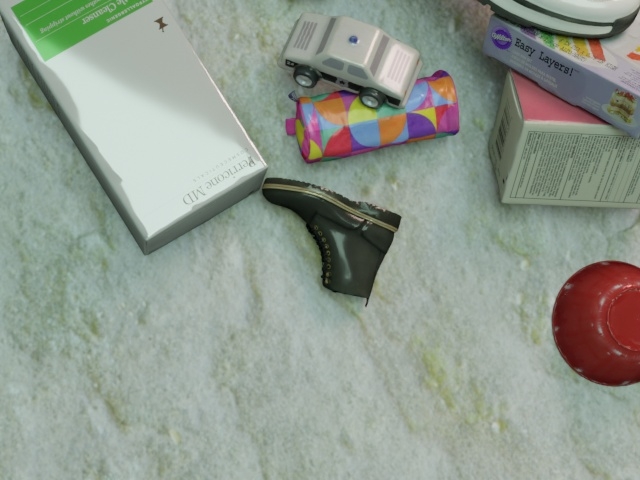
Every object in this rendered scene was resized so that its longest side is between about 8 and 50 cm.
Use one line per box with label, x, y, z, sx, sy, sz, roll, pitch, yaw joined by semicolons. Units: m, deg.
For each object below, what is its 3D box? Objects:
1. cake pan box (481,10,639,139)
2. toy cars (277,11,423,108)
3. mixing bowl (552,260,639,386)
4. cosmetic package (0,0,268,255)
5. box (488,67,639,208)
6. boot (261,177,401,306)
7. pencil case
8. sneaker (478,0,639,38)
cake pan box;0.388;-0.272;1.586;0.267;0.070;0.245;35;48;25
toy cars;-0.009;-0.335;1.587;0.176;0.087;0.394;-26;70;-14
mixing bowl;0.423;0.111;1.620;0.181;0.098;0.182;1;82;-6
cosmetic package;-0.248;-0.187;1.560;0.197;0.155;0.366;-33;86;-12
box;0.363;-0.140;1.601;0.232;0.149;0.127;2;44;-6
boot;0.000;0.000;1.606;0.197;0.077;0.137;18;87;-2
pencil case;0.074;-0.172;1.620;0.236;0.104;0.105;-10;84;-8
sneaker;0.247;-0.452;1.469;0.447;0.257;0.169;34;54;3
